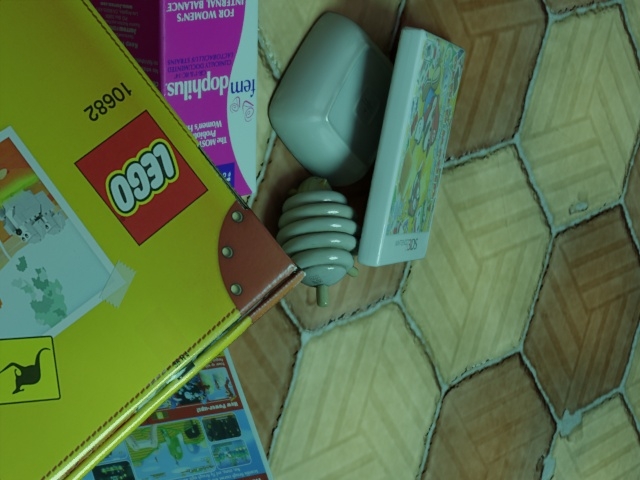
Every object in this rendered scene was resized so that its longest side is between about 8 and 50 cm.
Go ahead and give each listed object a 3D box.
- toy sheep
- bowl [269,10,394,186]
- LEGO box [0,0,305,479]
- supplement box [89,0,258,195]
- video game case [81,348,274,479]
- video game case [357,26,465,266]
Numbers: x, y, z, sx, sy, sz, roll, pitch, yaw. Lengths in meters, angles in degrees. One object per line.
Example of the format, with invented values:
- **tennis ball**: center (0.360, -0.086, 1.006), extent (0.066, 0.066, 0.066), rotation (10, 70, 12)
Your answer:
- **toy sheep**: center (0.000, 0.000, 1.501), extent (0.091, 0.091, 0.132), rotation (15, 59, -49)
- **bowl**: center (0.027, -0.132, 1.524), extent (0.142, 0.053, 0.142), rotation (47, 66, -45)
- **LEGO box**: center (-0.316, 0.039, 0.963), extent (0.500, 0.193, 0.372), rotation (-41, 97, -33)
- **supplement box**: center (-0.127, -0.145, 1.304), extent (0.111, 0.114, 0.220), rotation (-15, 113, -46)
- **video game case**: center (-0.155, 0.097, 1.281), extent (0.204, 0.025, 0.285), rotation (-3, 66, -48)
- **video game case**: center (0.094, -0.090, 1.561), extent (0.206, 0.026, 0.227), rotation (-6, 107, -74)
